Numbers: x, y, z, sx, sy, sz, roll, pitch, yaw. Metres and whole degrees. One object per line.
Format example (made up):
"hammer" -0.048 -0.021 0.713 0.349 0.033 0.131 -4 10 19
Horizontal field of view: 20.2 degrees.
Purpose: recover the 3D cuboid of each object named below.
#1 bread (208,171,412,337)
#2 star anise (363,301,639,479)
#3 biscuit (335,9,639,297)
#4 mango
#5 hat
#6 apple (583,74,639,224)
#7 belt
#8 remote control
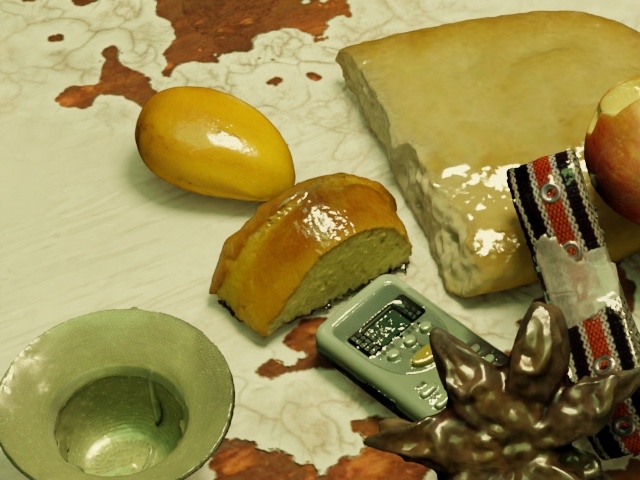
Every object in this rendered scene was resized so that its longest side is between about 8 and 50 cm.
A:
"bread" -0.005 -0.004 2.115 0.260 0.134 0.129 -28 53 -21
"star anise" 0.214 0.220 1.859 0.315 0.108 0.315 -2 81 9
"biscuit" 0.279 -0.132 2.237 0.446 0.104 0.429 -10 48 -6
"mango" -0.128 -0.115 2.246 0.219 0.112 0.145 26 52 9
"hat" -0.213 0.209 1.932 0.257 0.130 0.257 -2 47 2
"apple" 0.393 -0.109 2.060 0.199 0.199 0.199 -2 47 2
"belt" 0.294 0.067 1.984 0.094 0.126 0.360 -21 66 10
"remote control" 0.137 0.156 2.012 0.296 0.056 0.140 36 61 29
